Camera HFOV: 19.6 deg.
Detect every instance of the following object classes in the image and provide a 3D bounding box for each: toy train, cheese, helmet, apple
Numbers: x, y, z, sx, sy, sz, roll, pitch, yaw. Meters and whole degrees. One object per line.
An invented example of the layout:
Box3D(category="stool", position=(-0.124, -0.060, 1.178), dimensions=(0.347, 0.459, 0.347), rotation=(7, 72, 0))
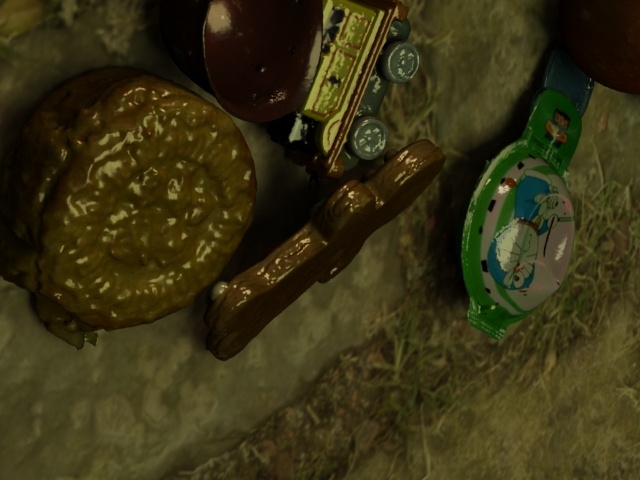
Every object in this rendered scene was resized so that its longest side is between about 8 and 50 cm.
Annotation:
Box3D(category="toy train", position=(0.011, -0.154, 1.754), dimensions=(0.127, 0.089, 0.219), rotation=(18, 97, -34))
Box3D(category="cheese", position=(0.226, -0.051, 1.991), dimensions=(0.204, 0.083, 0.320), rotation=(31, 77, -49))
Box3D(category="helmet", position=(-0.079, -0.192, 1.639), dimensions=(0.155, 0.106, 0.175), rotation=(-59, 140, -12))
Box3D(category="apple", position=(0.345, -0.243, 1.954), dimensions=(0.181, 0.168, 0.181), rotation=(-18, 116, -41))

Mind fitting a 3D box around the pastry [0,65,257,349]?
Box3D(category="pastry", position=(-0.171, -0.031, 1.611), dimensions=(0.235, 0.132, 0.240), rotation=(-49, 133, -15))

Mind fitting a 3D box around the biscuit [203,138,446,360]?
Box3D(category="biscuit", position=(0.000, 0.000, 1.783), dimensions=(0.301, 0.049, 0.197), rotation=(-39, 171, -17))
